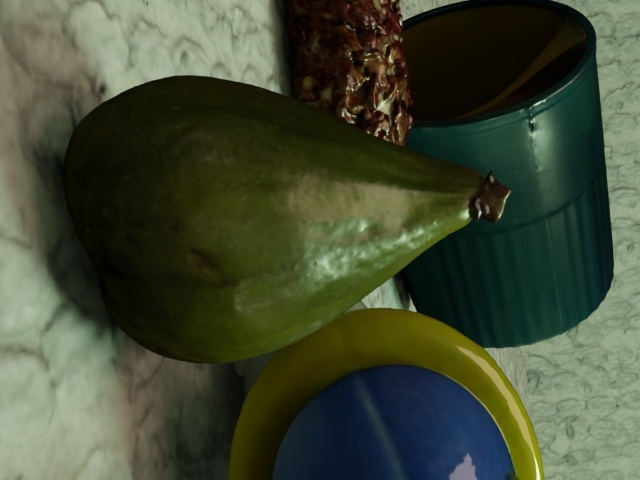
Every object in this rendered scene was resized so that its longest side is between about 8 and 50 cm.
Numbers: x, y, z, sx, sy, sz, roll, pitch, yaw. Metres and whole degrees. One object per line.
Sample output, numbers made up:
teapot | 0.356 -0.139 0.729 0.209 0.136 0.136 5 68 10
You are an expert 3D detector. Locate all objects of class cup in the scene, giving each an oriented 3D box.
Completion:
cup | 0.153 -0.071 1.115 0.242 0.307 0.292 -44 131 -31

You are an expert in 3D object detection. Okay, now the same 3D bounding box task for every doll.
doll | 0.024 0.079 0.591 0.242 0.159 0.311 -65 136 -83

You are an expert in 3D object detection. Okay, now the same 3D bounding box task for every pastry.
pastry | 0.023 -0.143 0.868 0.115 0.097 0.209 21 62 -61

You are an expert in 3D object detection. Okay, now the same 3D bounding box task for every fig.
fig | -0.022 -0.013 0.469 0.126 0.184 0.133 -13 96 -61
